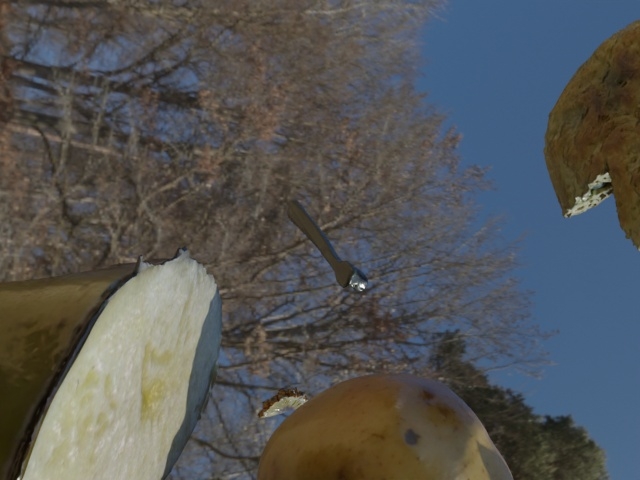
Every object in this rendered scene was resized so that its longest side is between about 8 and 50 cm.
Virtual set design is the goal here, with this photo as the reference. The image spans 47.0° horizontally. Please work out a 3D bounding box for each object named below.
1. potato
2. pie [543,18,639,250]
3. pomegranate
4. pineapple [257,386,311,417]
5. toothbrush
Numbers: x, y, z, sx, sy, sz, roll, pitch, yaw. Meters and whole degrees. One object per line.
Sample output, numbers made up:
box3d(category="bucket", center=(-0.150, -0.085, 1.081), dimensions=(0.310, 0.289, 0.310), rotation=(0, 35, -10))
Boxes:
box3d(category="potato", center=(-0.296, 0.126, 0.664), dimensions=(0.295, 0.397, 0.290), rotation=(13, -56, 11))
box3d(category="pie", center=(0.409, -0.153, 0.961), dimensions=(0.337, 0.075, 0.338), rotation=(-169, -90, -72))
box3d(category="pomegranate", center=(0.072, 0.327, 0.867), dimensions=(0.342, 0.342, 0.343), rotation=(-5, -97, 43))
box3d(category="pineapple", center=(-0.051, 0.237, 1.086), dimensions=(0.019, 0.083, 0.045), rotation=(53, -40, 42))
box3d(category="toothbrush", center=(0.000, 0.000, 0.990), dimensions=(0.030, 0.030, 0.297), rotation=(-58, -155, 9))
